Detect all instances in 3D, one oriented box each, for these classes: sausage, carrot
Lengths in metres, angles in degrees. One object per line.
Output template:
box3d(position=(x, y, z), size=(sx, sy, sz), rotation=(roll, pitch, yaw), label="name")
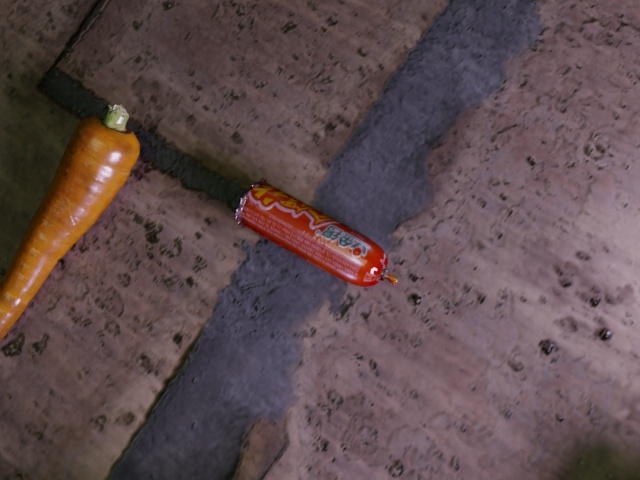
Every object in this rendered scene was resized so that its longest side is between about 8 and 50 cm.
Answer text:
box3d(position=(0.000, 0.000, 0.719), size=(0.145, 0.050, 0.048), rotation=(30, 87, 18), label="sausage")
box3d(position=(-0.234, -0.007, 0.780), size=(0.061, 0.061, 0.256), rotation=(31, 94, 20), label="carrot")
